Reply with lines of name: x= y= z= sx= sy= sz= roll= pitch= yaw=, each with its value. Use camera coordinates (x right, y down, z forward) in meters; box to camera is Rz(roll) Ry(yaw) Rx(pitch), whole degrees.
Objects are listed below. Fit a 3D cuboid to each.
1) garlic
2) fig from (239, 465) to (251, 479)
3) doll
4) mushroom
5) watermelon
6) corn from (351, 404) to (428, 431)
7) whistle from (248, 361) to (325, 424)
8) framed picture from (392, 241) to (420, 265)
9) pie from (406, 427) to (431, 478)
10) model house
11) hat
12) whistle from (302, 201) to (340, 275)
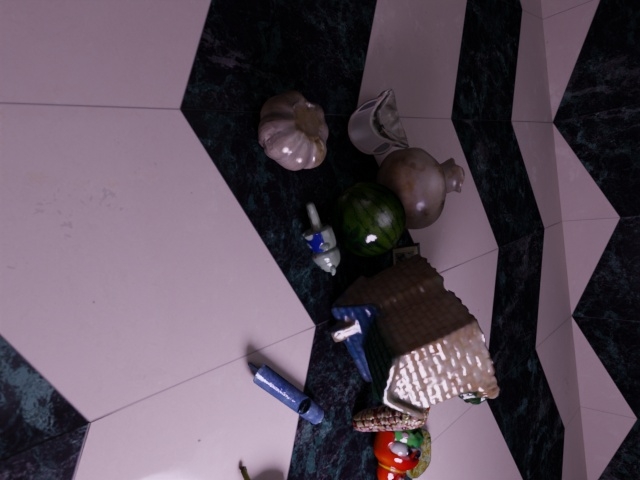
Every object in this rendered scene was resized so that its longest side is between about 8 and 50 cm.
garlic: x=-0.081 y=-0.305 z=1.233 sx=0.227 sy=0.152 sz=0.228 roll=9 pitch=73 yaw=-29
fig: x=-0.137 y=0.706 z=1.160 sx=0.245 sy=0.149 sz=0.149 roll=53 pitch=54 yaw=-13
doll: x=0.271 y=0.704 z=1.512 sx=0.182 sy=0.160 sz=0.363 roll=30 pitch=70 yaw=-37
mushroom: x=0.352 y=-0.191 z=1.523 sx=0.290 sy=0.297 sz=0.298 roll=-14 pitch=99 yaw=-17
watermelon: x=0.154 y=-0.067 z=1.387 sx=0.242 sy=0.242 sz=0.242 roll=3 pitch=86 yaw=-43
corn: x=0.221 y=0.569 z=1.401 sx=0.092 sy=0.280 sz=0.092 roll=24 pitch=53 yaw=-37
whistle: x=-0.097 y=0.441 z=1.246 sx=0.304 sy=0.062 sz=0.062 roll=48 pitch=58 yaw=-31
framed picture: x=0.342 y=0.112 z=1.707 sx=0.195 sy=0.010 sz=0.199 roll=-5 pitch=92 yaw=-43
pie: x=0.374 y=0.825 z=1.683 sx=0.187 sy=0.041 sz=0.187 roll=2 pitch=87 yaw=-44
model house: x=0.263 y=0.339 z=1.376 sx=0.400 sy=0.445 sz=0.395 roll=-21 pitch=113 yaw=-2
hat: x=0.200 y=-0.412 z=1.559 sx=0.226 sy=0.164 sz=0.219 roll=-20 pitch=111 yaw=-2
whistle: x=0.000 y=0.000 z=1.334 sx=0.092 sy=0.110 sz=0.244 roll=-22 pitch=107 yaw=-6
